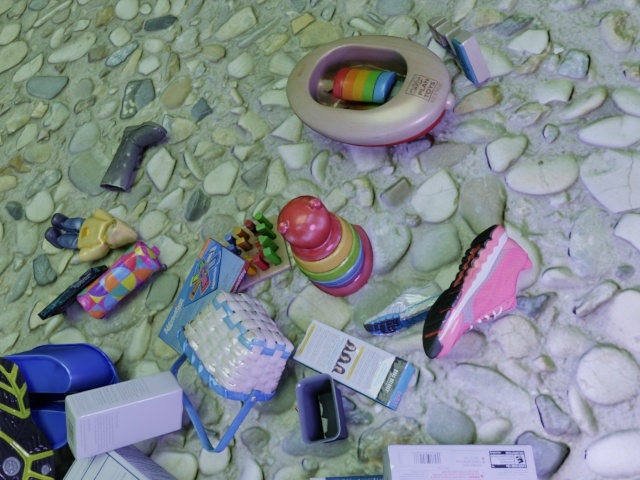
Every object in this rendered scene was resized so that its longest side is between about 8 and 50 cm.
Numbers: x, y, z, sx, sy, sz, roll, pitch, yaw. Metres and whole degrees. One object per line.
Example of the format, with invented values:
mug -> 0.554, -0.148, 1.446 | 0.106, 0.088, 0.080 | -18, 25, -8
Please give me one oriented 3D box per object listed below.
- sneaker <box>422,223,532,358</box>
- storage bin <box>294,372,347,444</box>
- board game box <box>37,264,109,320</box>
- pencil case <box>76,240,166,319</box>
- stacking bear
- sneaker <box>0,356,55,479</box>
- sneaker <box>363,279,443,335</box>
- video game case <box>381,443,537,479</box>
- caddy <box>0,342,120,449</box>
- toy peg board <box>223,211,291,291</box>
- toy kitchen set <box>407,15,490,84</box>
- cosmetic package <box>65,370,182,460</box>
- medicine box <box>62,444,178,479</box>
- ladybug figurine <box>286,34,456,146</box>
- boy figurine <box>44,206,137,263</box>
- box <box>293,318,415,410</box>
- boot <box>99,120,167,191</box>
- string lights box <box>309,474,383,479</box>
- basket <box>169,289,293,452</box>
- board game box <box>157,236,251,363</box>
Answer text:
sneaker -> 0.323, 0.119, 1.244 | 0.136, 0.116, 0.314 | 36, 74, -3
storage bin -> 0.004, 0.358, 1.291 | 0.098, 0.091, 0.135 | -18, 58, 15
board game box -> -0.664, 0.138, 1.685 | 0.186, 0.126, 0.026 | -41, 93, 0
pencil case -> -0.529, 0.104, 1.656 | 0.236, 0.104, 0.104 | -39, 56, -1
stacking bear -> 0.000, 0.000, 1.354 | 0.175, 0.289, 0.164 | -32, 57, 6
sneaker -> -0.709, 0.459, 1.391 | 0.147, 0.145, 0.385 | -33, 67, 26
sneaker -> 0.179, 0.142, 1.344 | 0.190, 0.071, 0.083 | -21, 52, 3
video game case -> 0.247, 0.481, 1.070 | 0.269, 0.061, 0.244 | 3, 62, -7
caddy -> -0.649, 0.377, 1.526 | 0.341, 0.179, 0.241 | -5, 86, 21
toy peg board -> -0.173, 0.017, 1.549 | 0.160, 0.079, 0.161 | -23, 58, 12
toy kitchen set -> 0.295, -0.452, 1.577 | 0.166, 0.122, 0.207 | -33, 36, 6
cosmetic package -> -0.422, 0.374, 1.350 | 0.085, 0.231, 0.117 | 35, 125, 46
medicine box -> -0.431, 0.605, 1.326 | 0.289, 0.149, 0.263 | 23, 76, 32
ladybug figurine -> 0.126, -0.358, 1.554 | 0.449, 0.162, 0.305 | 19, 74, 31
boy figurine -> -0.649, -0.013, 1.771 | 0.285, 0.092, 0.177 | 5, 65, 29
box -> 0.069, 0.262, 1.329 | 0.244, 0.060, 0.101 | 21, 75, 31
boot -> -0.559, -0.247, 1.857 | 0.189, 0.076, 0.209 | -5, 56, 38
string lights box -> 0.112, 0.514, 1.174 | 0.259, 0.077, 0.133 | -10, 62, 19
basket -> -0.208, 0.278, 1.364 | 0.289, 0.201, 0.255 | -50, 51, 10
board game box -> -0.287, 0.147, 1.527 | 0.145, 0.027, 0.281 | 30, 94, 31
